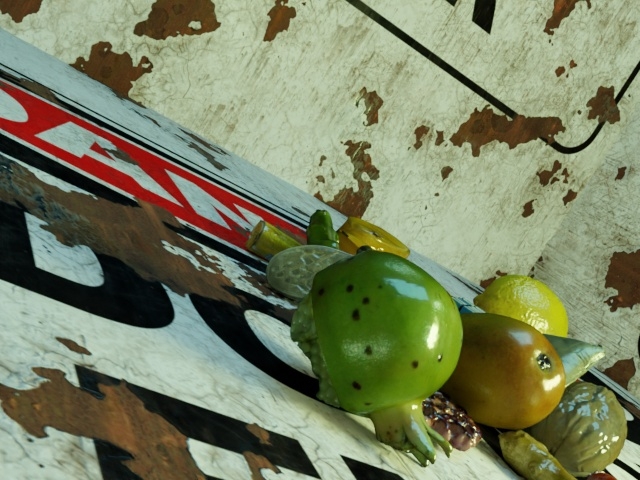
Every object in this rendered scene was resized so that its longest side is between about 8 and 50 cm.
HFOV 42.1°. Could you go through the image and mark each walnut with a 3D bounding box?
[{"bbox_3d":[0.519,0.371,1.661,0.178,0.178,0.230,35,45,24],"label":"walnut"}]

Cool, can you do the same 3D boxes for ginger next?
[{"bbox_3d":[0.402,0.419,1.400,0.118,0.065,0.299,20,15,-26],"label":"ginger"}]

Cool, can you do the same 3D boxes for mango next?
[{"bbox_3d":[0.294,0.235,1.533,0.317,0.211,0.173,1,28,43],"label":"mango"}]

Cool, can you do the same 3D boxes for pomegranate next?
[{"bbox_3d":[0.097,0.169,1.228,0.260,0.260,0.341,13,51,-66],"label":"pomegranate"}]

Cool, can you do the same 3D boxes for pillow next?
[{"bbox_3d":[0.422,0.273,1.680,0.302,0.075,0.185,-30,25,-32],"label":"pillow"}]

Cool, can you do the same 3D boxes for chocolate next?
[{"bbox_3d":[-0.065,0.034,1.949,0.219,0.086,0.085,29,8,-22],"label":"chocolate"}]

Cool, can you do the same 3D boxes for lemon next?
[{"bbox_3d":[0.623,0.249,2.568,0.321,0.268,0.268,27,8,-4],"label":"lemon"}]

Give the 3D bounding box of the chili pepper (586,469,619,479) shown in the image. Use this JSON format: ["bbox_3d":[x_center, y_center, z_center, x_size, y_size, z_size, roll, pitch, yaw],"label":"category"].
[{"bbox_3d":[0.533,0.477,1.468,0.086,0.084,0.192,13,6,-9],"label":"chili pepper"}]

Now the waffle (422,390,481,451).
[{"bbox_3d":[0.169,0.281,1.412,0.234,0.055,0.221,27,8,1],"label":"waffle"}]

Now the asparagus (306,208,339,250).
[{"bbox_3d":[0.002,-0.001,1.937,0.085,0.082,0.343,61,6,-15],"label":"asparagus"}]

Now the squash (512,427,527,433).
[{"bbox_3d":[0.447,0.385,1.754,0.219,0.068,0.077,28,16,-20],"label":"squash"}]

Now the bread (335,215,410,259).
[{"bbox_3d":[0.154,0.031,2.566,0.269,0.143,0.195,22,15,-42],"label":"bread"}]

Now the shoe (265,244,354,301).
[{"bbox_3d":[0.035,0.100,1.773,0.316,0.124,0.159,11,-20,-6],"label":"shoe"}]

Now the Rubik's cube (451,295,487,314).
[{"bbox_3d":[0.356,0.239,2.022,0.155,0.151,0.154,36,10,22],"label":"Rubik's cube"}]

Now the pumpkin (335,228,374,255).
[{"bbox_3d":[0.088,0.082,2.016,0.190,0.139,0.280,34,4,-16],"label":"pumpkin"}]
